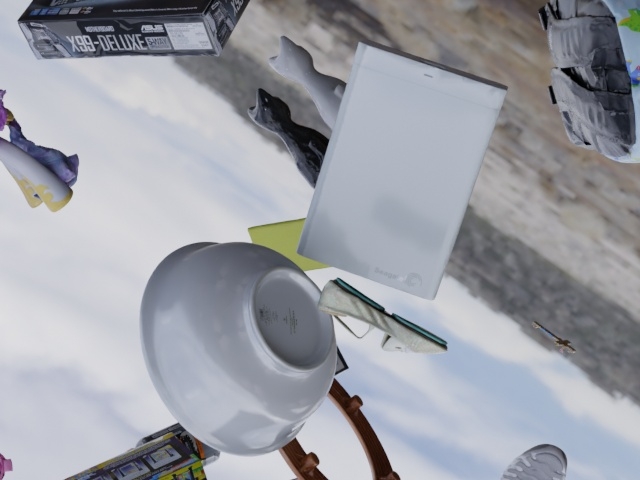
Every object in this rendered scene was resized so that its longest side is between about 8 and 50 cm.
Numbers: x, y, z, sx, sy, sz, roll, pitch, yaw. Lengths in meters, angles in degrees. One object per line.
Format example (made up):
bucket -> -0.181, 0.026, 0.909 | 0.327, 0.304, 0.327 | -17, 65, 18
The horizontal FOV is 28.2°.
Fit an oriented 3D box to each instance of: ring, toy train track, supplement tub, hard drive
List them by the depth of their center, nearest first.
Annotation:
hard drive -> 0.105, -0.092, 1.706 | 0.203, 0.307, 0.040 | 19, -160, 6
ring -> 0.017, 0.279, 1.860 | 0.336, 0.032, 0.336 | 46, -161, -21
toy train track -> 0.370, 0.157, 2.030 | 0.083, 0.014, 0.048 | 38, -160, 30
supplement tub -> -0.327, 0.469, 2.809 | 0.190, 0.117, 0.117 | -22, -135, -24

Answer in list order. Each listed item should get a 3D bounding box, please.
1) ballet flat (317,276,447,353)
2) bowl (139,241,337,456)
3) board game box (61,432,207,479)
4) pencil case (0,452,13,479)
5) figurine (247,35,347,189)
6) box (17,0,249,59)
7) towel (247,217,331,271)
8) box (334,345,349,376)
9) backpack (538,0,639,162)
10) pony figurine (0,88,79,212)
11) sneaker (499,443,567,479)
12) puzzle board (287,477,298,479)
ballet flat -> 0.073, 0.105, 1.547 | 0.168, 0.052, 0.057 | 30, -177, 4
bowl -> -0.076, 0.119, 1.646 | 0.298, 0.134, 0.297 | 24, -127, -36
board game box -> -0.252, 0.330, 1.718 | 0.141, 0.170, 0.048 | 17, 127, 67
pencil case -> -0.579, 0.348, 2.075 | 0.098, 0.095, 0.209 | -18, -159, -27
figurine -> -0.024, -0.224, 2.178 | 0.209, 0.215, 0.092 | 42, -131, 14
box -> -0.248, -0.367, 1.848 | 0.308, 0.242, 0.076 | 3, 137, 24
towel -> 0.000, 0.000, 2.169 | 0.021, 0.237, 0.102 | -66, -39, -58
box -> -0.101, 0.238, 2.328 | 0.165, 0.270, 0.143 | -23, -98, -36
backpack -> 0.416, -0.234, 1.632 | 0.273, 0.290, 0.355 | -4, -168, 13
pony figurine -> -0.511, -0.161, 1.739 | 0.363, 0.351, 0.302 | 45, -157, -24
sneaker -> 0.394, 0.445, 2.397 | 0.105, 0.115, 0.281 | 31, 143, 7
puzzle board -> -0.085, 0.460, 2.156 | 0.011, 0.128, 0.096 | -116, 11, -64
